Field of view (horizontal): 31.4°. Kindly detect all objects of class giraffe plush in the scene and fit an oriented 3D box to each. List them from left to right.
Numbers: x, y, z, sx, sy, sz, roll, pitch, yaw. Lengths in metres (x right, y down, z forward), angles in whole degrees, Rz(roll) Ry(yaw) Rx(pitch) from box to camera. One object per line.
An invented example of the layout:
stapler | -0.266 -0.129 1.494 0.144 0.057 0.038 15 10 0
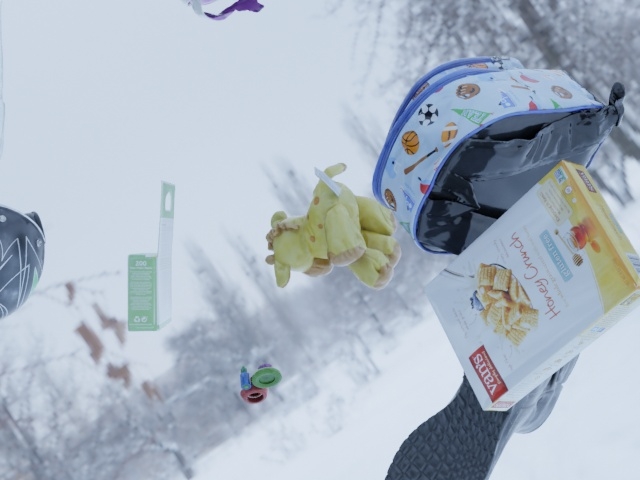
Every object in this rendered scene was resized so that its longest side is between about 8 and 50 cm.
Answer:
giraffe plush | 0.000 0.000 1.773 0.170 0.210 0.181 -32 18 30

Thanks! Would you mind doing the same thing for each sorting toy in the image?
sorting toy | -0.107 0.233 1.921 0.061 0.042 0.102 12 -47 -26

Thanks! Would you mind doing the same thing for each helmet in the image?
helmet | -0.414 0.019 1.381 0.169 0.169 0.161 -35 29 -1

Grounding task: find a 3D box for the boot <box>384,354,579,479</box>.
boot | 0.227 0.243 1.476 0.338 0.118 0.222 -56 -28 8

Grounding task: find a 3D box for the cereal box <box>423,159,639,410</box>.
cereal box | 0.232 0.053 1.250 0.047 0.173 0.240 9 -44 -42

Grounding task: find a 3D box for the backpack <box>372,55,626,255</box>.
backpack | 0.197 -0.104 1.402 0.263 0.213 0.277 -9 -50 -42

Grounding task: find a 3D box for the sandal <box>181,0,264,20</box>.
sandal | -0.140 -0.404 1.830 0.169 0.102 0.416 -29 9 1

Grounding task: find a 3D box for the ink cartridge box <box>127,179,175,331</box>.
ink cartridge box | -0.271 0.024 1.836 0.056 0.235 0.171 0 1 0

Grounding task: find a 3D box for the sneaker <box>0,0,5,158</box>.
sneaker | -0.365 -0.207 1.106 0.114 0.305 0.152 -8 -7 -37
